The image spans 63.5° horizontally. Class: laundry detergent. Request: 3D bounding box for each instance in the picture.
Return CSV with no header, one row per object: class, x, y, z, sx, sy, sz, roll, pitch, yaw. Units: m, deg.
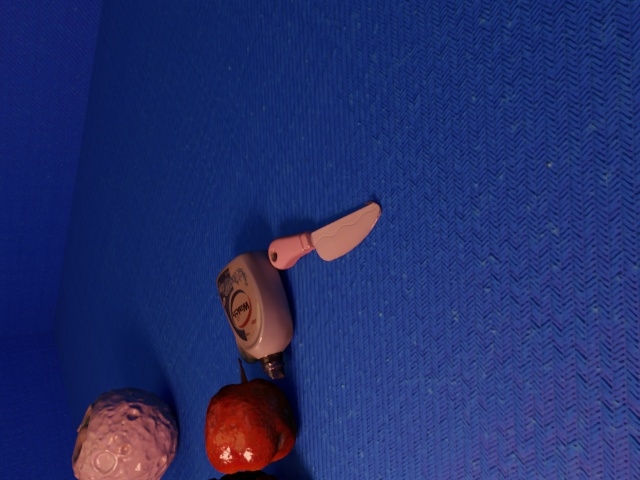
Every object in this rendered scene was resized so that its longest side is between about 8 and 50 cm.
laundry detergent,-0.145,0.183,1.176,0.215,0.105,0.280,-38,65,48

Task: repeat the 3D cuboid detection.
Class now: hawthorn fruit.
hawthorn fruit,-0.159,0.375,1.139,0.207,0.207,0.243,-37,57,48

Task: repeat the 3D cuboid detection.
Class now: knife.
knife,0.000,0.003,1.021,0.336,0.043,0.081,-20,83,50

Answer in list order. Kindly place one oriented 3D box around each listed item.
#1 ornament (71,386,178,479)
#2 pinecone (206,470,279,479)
ornament,-0.624,0.651,1.681,0.337,0.337,0.337,6,98,53
pinecone,-0.165,0.650,1.113,0.242,0.298,0.296,55,159,-21
